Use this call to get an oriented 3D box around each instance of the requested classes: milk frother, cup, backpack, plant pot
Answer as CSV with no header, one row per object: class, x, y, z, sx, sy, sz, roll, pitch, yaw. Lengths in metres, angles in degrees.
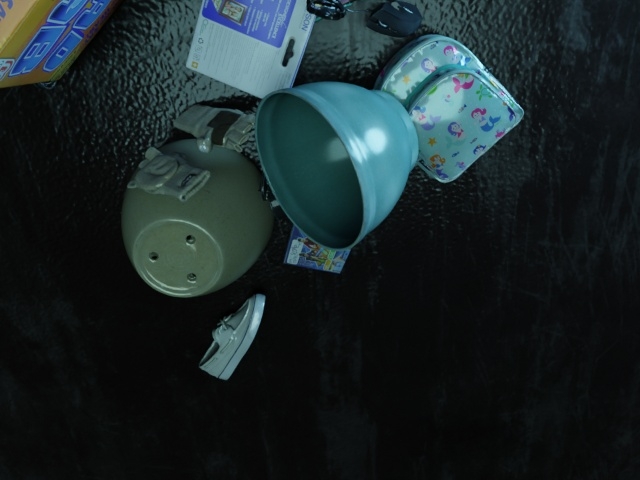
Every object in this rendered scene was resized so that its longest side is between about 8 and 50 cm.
milk frother,-0.048,-0.111,1.095,0.134,0.143,0.129,-17,107,10
cup,-0.264,-0.016,1.088,0.331,0.237,0.331,-1,116,-1
backpack,0.229,-0.255,1.014,0.253,0.191,0.225,43,109,-14
plant pot,0.048,-0.154,0.945,0.196,0.293,0.293,-30,119,-27

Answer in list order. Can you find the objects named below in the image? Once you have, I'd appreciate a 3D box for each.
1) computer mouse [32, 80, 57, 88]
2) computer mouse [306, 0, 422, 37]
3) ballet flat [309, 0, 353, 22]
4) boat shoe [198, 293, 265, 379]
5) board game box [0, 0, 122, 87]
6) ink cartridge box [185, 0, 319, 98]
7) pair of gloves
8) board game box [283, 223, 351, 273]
computer mouse,-0.656,-0.375,0.998,0.272,0.072,0.188,0,117,-1
computer mouse,0.084,-0.401,0.956,0.242,0.071,0.041,-4,81,-26
ballet flat,0.058,-0.462,0.968,0.221,0.077,0.079,-14,112,11
boat shoe,-0.218,0.228,1.290,0.088,0.096,0.267,22,122,-16
board game box,-0.482,-0.480,0.763,0.356,0.356,0.356,41,100,-18
ink cartridge box,-0.128,-0.384,0.999,0.208,0.045,0.206,23,117,-3
pair of gloves,-0.236,-0.167,0.994,0.204,0.240,0.042,16,148,35
board game box,0.000,0.000,1.155,0.136,0.035,0.201,11,147,-7
